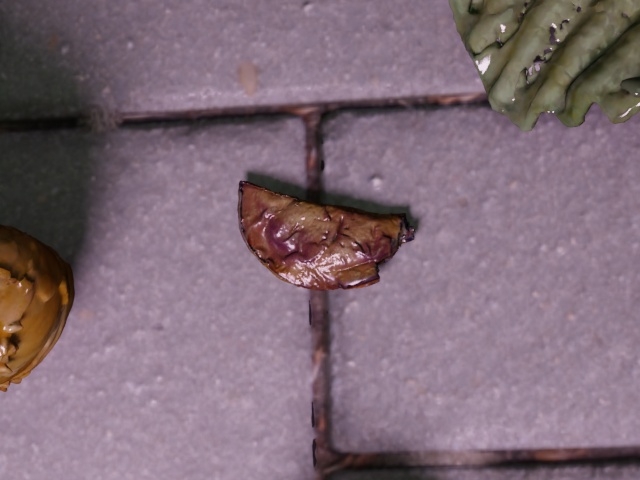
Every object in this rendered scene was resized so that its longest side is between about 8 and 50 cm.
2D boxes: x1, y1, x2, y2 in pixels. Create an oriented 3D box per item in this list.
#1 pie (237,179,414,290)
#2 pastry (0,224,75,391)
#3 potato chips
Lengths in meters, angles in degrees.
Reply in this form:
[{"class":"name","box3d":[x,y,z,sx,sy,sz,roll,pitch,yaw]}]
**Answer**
[{"class":"pie","box3d":[0.000,0.000,1.418,0.170,0.034,0.092,8,79,8]},{"class":"pastry","box3d":[-0.342,0.049,1.320,0.255,0.311,0.162,13,87,1]},{"class":"potato chips","box3d":[0.300,-0.248,1.343,0.389,0.097,0.373,-28,53,0]}]
